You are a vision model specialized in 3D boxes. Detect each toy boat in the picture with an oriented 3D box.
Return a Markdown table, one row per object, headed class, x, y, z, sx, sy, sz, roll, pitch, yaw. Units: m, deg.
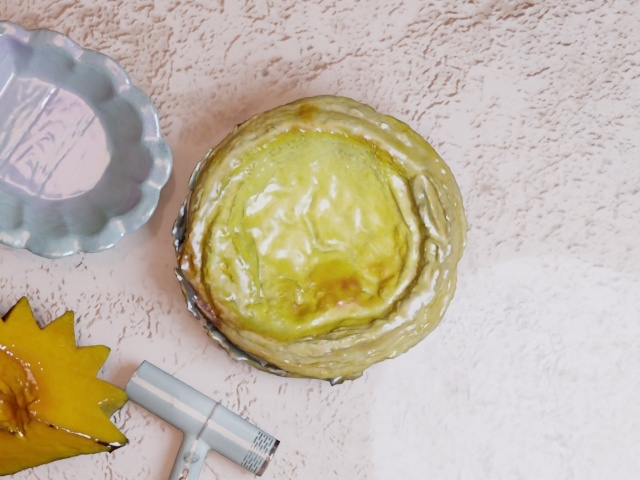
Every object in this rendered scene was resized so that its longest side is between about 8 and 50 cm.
| class | x | y | z | sx | sy | sz | roll | pitch | yaw |
| --- | --- | --- | --- | --- | --- | --- | --- | --- | --- |
| toy boat | -0.278 | -0.102 | 1.804 | 0.290 | 0.100 | 0.199 | 35 | 83 | 0 |

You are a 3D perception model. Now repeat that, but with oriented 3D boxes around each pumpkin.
| class | x | y | z | sx | sy | sz | roll | pitch | yaw |
| --- | --- | --- | --- | --- | --- | --- | --- | --- | --- |
| pumpkin | -0.316 | 0.136 | 1.791 | 0.254 | 0.149 | 0.130 | 19 | 48 | -22 |

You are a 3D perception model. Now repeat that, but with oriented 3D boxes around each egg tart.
| class | x | y | z | sx | sy | sz | roll | pitch | yaw |
| --- | --- | --- | --- | --- | --- | --- | --- | --- | --- |
| egg tart | 0.000 | 0.000 | 1.817 | 0.278 | 0.095 | 0.279 | 0 | 88 | 1 |

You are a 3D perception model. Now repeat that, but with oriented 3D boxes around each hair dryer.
| class | x | y | z | sx | sy | sz | roll | pitch | yaw |
| --- | --- | --- | --- | --- | --- | --- | --- | --- | --- |
| hair dryer | -0.149 | 0.228 | 1.811 | 0.155 | 0.044 | 0.183 | 32 | 87 | 2 |
